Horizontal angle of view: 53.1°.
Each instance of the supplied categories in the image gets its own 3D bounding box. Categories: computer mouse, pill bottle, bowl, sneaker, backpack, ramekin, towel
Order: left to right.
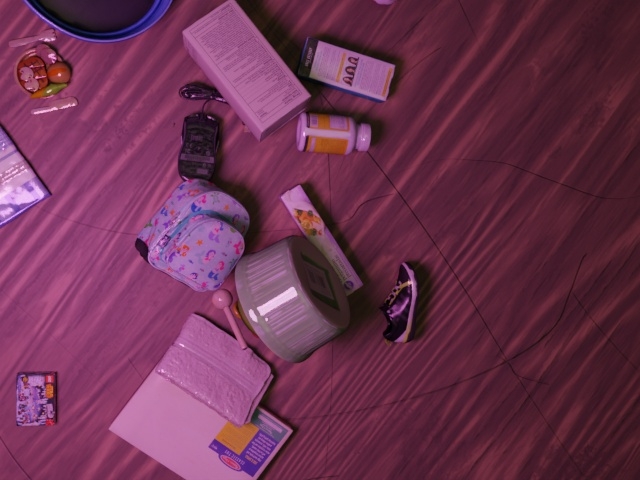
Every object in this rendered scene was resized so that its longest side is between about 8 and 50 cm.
[{"bbox_3d":[-0.834,-0.171,1.569,0.209,0.034,0.285,-36,102,-7],"label":"towel"},{"bbox_3d":[-0.534,-0.661,1.505,0.391,0.077,0.390,-3,98,-26],"label":"bowl"},{"bbox_3d":[-0.299,-0.016,1.588,0.253,0.191,0.225,-56,135,-6],"label":"backpack"},{"bbox_3d":[-0.271,-0.267,1.648,0.184,0.060,0.261,1,87,-10],"label":"computer mouse"},{"bbox_3d":[-0.267,0.339,1.665,0.282,0.049,0.187,37,55,-12],"label":"towel"},{"bbox_3d":[-0.057,0.134,1.579,0.148,0.303,0.303,-32,101,19],"label":"ramekin"},{"bbox_3d":[0.034,-0.277,1.674,0.184,0.103,0.103,4,95,-10],"label":"pill bottle"},{"bbox_3d":[0.211,0.176,1.758,0.097,0.084,0.234,1,95,-9],"label":"sneaker"}]

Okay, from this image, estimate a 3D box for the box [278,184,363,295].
[{"bbox_3d":[0.000,0.000,1.714,0.063,0.067,0.324,-33,101,-5],"label":"box"}]

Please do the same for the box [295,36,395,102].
[{"bbox_3d":[0.065,-0.444,1.684,0.244,0.060,0.100,15,92,-11],"label":"box"}]

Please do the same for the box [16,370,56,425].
[{"bbox_3d":[-0.728,0.405,1.644,0.094,0.027,0.136,1,95,-11],"label":"box"}]

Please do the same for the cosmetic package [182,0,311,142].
[{"bbox_3d":[-0.183,-0.419,1.587,0.160,0.113,0.309,-38,91,-11],"label":"cosmetic package"}]

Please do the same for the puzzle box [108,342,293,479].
[{"bbox_3d":[-0.313,0.499,1.714,0.409,0.052,0.272,38,87,-11],"label":"puzzle box"}]

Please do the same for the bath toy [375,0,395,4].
[{"bbox_3d":[0.147,-0.786,1.633,0.152,0.129,0.348,-11,98,-9],"label":"bath toy"}]

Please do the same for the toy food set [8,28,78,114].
[{"bbox_3d":[-0.683,-0.412,1.568,0.133,0.038,0.191,-17,98,-8],"label":"toy food set"}]

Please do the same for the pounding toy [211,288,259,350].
[{"bbox_3d":[-0.181,0.199,1.665,0.110,0.237,0.182,-36,74,35],"label":"pounding toy"}]
